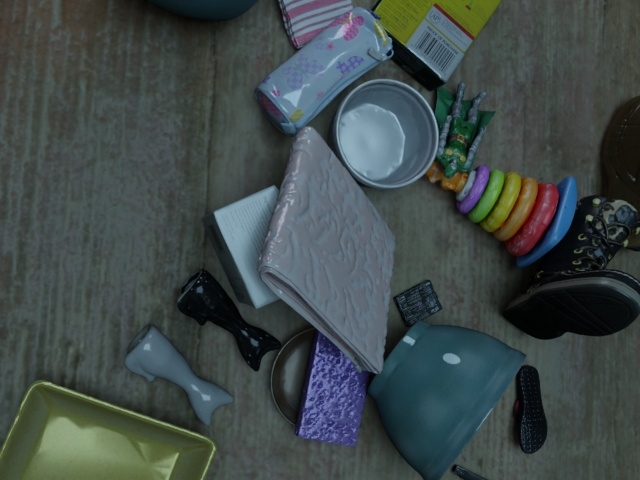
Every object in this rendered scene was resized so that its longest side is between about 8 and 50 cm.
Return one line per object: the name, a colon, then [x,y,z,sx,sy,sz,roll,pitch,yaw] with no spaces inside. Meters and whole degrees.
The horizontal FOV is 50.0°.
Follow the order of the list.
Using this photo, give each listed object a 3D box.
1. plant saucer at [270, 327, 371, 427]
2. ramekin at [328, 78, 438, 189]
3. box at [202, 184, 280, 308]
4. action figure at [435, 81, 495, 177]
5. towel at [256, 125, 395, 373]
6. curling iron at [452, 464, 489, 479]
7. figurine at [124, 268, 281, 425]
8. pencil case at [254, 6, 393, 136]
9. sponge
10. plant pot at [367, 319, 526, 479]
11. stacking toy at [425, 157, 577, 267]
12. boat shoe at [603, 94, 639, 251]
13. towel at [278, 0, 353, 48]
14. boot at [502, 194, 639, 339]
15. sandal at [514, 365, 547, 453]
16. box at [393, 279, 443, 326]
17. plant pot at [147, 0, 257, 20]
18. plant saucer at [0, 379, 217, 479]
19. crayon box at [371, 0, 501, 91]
plant saucer: [-0.002,0.263,1.309,0.198,0.036,0.199,0,89,-16]
ramekin: [0.112,-0.196,1.321,0.207,0.109,0.207,1,88,-15]
box: [-0.112,0.013,1.210,0.119,0.181,0.182,-25,95,-15]
action figure: [0.275,-0.211,1.351,0.137,0.063,0.232,20,57,-2]
towel: [0.025,0.017,1.176,0.317,0.053,0.332,49,36,-34]
curling iron: [0.380,0.542,1.409,0.274,0.035,0.068,39,78,-12]
figurine: [-0.207,0.198,1.230,0.209,0.092,0.215,44,78,-14]
pencil case: [0.008,-0.314,1.287,0.273,0.113,0.124,-40,78,-11]
sponge: [0.029,0.271,1.282,0.117,0.031,0.210,14,84,-15]
plant pot: [0.212,0.270,1.265,0.196,0.293,0.293,37,77,16]
stacking toy: [0.335,-0.088,1.372,0.301,0.166,0.175,26,65,-3]
boat shoe: [0.701,-0.143,1.500,0.123,0.123,0.342,17,76,-45]
towel: [-0.012,-0.479,1.295,0.144,0.029,0.197,-26,123,-16]
boot: [0.514,0.040,1.302,0.138,0.377,0.284,36,73,2]
sandal: [0.434,0.353,1.435,0.067,0.040,0.179,9,71,-21]
box: [0.196,0.126,1.380,0.083,0.018,0.067,-27,96,-15]
plant pot: [-0.197,-0.497,1.182,0.290,0.290,0.195,-59,139,-10]
plant saucer: [-0.391,0.439,1.167,0.332,0.081,0.333,24,81,-14]
crayon box: [0.248,-0.490,1.385,0.202,0.081,0.319,38,79,-12]
